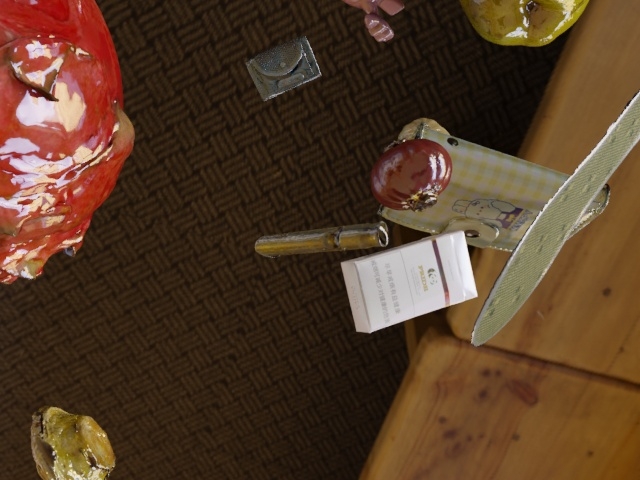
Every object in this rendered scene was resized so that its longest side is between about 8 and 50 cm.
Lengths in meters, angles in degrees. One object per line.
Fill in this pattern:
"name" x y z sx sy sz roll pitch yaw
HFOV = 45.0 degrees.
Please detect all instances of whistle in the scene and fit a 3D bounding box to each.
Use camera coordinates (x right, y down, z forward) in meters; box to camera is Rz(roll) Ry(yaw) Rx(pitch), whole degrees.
"whistle" 0.000 0.001 1.779 0.326 0.068 0.057 -7 89 29

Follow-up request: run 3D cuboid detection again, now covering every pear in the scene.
"pear" 0.282 -0.373 1.076 0.200 0.200 0.200 -1 116 -1

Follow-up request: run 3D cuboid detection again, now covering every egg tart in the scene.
"egg tart" -0.509 0.443 1.622 0.106 0.241 0.241 -30 114 3

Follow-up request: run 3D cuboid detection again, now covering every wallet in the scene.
"wallet" -0.072 -0.337 1.512 0.129 0.026 0.088 -24 108 2
"wallet" 0.263 -0.066 1.239 0.310 0.077 0.223 18 145 -7

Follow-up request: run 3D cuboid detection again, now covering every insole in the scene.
"insole" 0.226 -0.034 0.683 0.322 0.007 0.109 -49 148 -16

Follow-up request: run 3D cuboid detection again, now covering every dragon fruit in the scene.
"dragon fruit" -0.234 -0.085 0.460 0.241 0.241 0.252 -36 100 15

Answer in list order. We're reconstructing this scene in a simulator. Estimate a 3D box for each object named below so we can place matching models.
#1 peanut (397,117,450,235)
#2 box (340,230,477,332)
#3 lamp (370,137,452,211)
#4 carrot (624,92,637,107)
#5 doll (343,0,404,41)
"peanut" 0.250 -0.116 1.606 0.130 0.130 0.290 -22 111 9
"box" 0.106 0.045 0.900 0.154 0.040 0.084 -15 92 -26
"lamp" 0.108 -0.078 0.918 0.101 0.101 0.090 -30 72 13
"carrot" 0.606 -0.153 1.240 0.102 0.102 0.263 -45 79 18
"doll" 0.043 -0.397 1.071 0.093 0.211 0.262 -25 75 31
